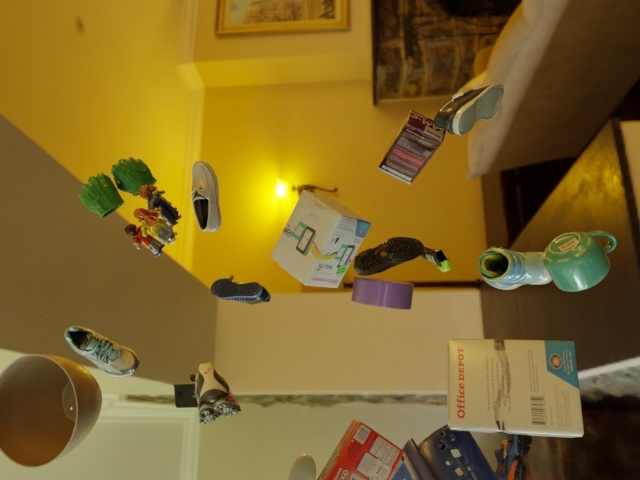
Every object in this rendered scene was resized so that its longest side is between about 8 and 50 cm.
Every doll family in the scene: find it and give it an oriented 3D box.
[{"bbox_3d":[-0.521,-0.089,1.731,0.163,0.118,0.263,46,-146,-37],"label":"doll family"}]

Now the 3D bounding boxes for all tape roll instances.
[{"bbox_3d":[0.193,0.162,1.700,0.189,0.189,0.080,21,-103,-84],"label":"tape roll"}]

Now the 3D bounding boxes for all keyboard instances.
[{"bbox_3d":[-0.399,0.496,1.802,0.023,0.180,0.108,-2,-93,-80],"label":"keyboard"}]

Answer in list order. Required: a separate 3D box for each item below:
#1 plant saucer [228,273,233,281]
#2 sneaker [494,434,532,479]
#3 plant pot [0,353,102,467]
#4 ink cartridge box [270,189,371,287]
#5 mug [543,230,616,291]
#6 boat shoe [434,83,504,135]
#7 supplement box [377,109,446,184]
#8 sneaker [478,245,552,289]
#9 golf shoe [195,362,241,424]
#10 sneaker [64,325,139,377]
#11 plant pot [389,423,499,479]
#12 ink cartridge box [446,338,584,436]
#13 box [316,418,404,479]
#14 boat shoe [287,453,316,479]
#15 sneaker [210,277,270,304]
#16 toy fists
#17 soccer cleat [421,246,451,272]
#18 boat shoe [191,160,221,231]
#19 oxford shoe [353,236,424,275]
[{"bbox_3d":[-0.442,0.200,2.632,0.083,0.015,0.083,-49,13,16],"label":"plant saucer"},{"bbox_3d":[0.541,0.600,1.561,0.083,0.087,0.221,39,-120,-32],"label":"sneaker"},{"bbox_3d":[-0.715,0.447,1.488,0.191,0.284,0.284,23,-114,-72],"label":"plant pot"},{"bbox_3d":[0.000,0.000,1.901,0.198,0.197,0.270,10,-69,-53],"label":"ink cartridge box"},{"bbox_3d":[0.600,0.032,1.283,0.158,0.129,0.097,-48,-69,-28],"label":"mug"},{"bbox_3d":[0.456,-0.409,1.653,0.302,0.091,0.114,-31,-49,-40],"label":"boat shoe"},{"bbox_3d":[0.291,-0.296,1.760,0.239,0.130,0.073,123,171,-57],"label":"supplement box"},{"bbox_3d":[0.561,0.085,1.733,0.319,0.208,0.127,144,130,-71],"label":"sneaker"},{"bbox_3d":[-0.255,0.378,1.333,0.273,0.105,0.120,114,140,-63],"label":"golf shoe"},{"bbox_3d":[-0.755,0.377,1.857,0.122,0.283,0.110,87,-154,-64],"label":"sneaker"},{"bbox_3d":[0.322,0.668,1.489,0.236,0.212,0.236,-118,34,-42],"label":"plant pot"},{"bbox_3d":[0.479,0.373,1.382,0.129,0.307,0.223,59,-148,-65],"label":"ink cartridge box"},{"bbox_3d":[0.073,0.575,1.305,0.257,0.128,0.122,-56,-4,-15],"label":"box"},{"bbox_3d":[-0.058,0.734,1.594,0.081,0.079,0.227,61,-144,-85],"label":"boat shoe"},{"bbox_3d":[-0.287,0.191,1.959,0.090,0.232,0.081,49,-128,-49],"label":"sneaker"},{"bbox_3d":[-0.753,-0.204,2.017,0.142,0.279,0.096,53,150,-6],"label":"toy fists"},{"bbox_3d":[0.443,0.057,2.109,0.179,0.060,0.072,42,148,50],"label":"soccer cleat"},{"bbox_3d":[-0.435,-0.163,2.005,0.088,0.096,0.268,-14,-82,-67],"label":"boat shoe"},{"bbox_3d":[0.204,0.049,1.659,0.096,0.227,0.083,96,157,-66],"label":"oxford shoe"}]
